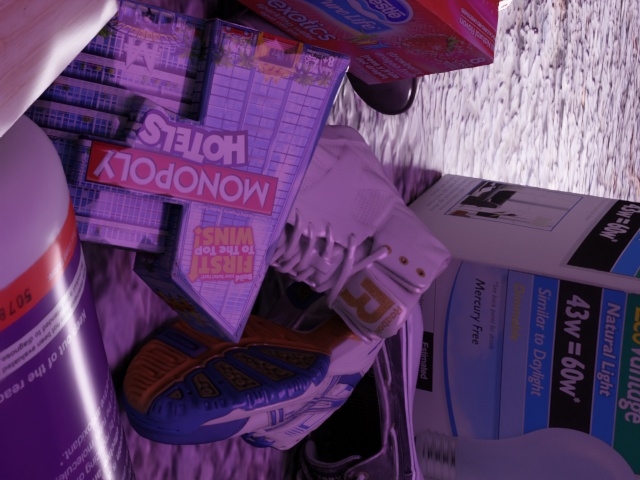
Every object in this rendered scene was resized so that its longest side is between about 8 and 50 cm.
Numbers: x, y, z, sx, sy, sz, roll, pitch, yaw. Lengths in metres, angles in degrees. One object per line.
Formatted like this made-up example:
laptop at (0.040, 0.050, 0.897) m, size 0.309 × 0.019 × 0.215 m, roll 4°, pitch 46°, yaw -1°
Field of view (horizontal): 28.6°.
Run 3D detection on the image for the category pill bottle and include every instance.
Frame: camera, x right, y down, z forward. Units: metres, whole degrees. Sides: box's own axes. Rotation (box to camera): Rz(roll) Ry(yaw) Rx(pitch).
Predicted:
pill bottle at (-0.184, 0.103, 0.597) m, size 0.181 × 0.181 × 0.323 m, roll -48°, pitch 141°, yaw -47°

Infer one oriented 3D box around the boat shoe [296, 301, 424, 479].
boat shoe at (0.026, 0.200, 1.174) m, size 0.119 × 0.121 × 0.335 m, roll -2°, pitch 91°, yaw -56°

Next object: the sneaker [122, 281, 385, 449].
sneaker at (-0.044, 0.122, 0.984) m, size 0.296 × 0.112 × 0.131 m, roll -16°, pitch 132°, yaw -53°

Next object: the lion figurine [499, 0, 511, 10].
lion figurine at (0.075, -0.337, 1.019) m, size 0.392 × 0.142 × 0.240 m, roll 31°, pitch 67°, yaw -57°

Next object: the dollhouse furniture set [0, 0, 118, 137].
dollhouse furniture set at (-0.242, -0.139, 0.363) m, size 0.286 × 0.198 × 0.303 m, roll -58°, pitch 147°, yaw -38°

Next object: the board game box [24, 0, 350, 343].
board game box at (-0.090, -0.040, 0.774) m, size 0.194 × 0.060 × 0.194 m, roll 9°, pitch 90°, yaw -33°

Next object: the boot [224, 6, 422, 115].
boot at (0.004, -0.139, 1.018) m, size 0.189 × 0.076 × 0.208 m, roll 66°, pitch 33°, yaw -29°

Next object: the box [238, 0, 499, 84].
box at (0.020, -0.218, 0.886) m, size 0.257 × 0.123 × 0.128 m, roll 25°, pitch 67°, yaw -51°

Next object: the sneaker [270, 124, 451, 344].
sneaker at (0.000, 0.000, 0.926) m, size 0.108 × 0.169 × 0.292 m, roll -47°, pitch 162°, yaw 28°

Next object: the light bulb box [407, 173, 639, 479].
light bulb box at (0.254, 0.148, 1.315) m, size 0.225 × 0.361 × 0.358 m, roll -39°, pitch 133°, yaw -54°
